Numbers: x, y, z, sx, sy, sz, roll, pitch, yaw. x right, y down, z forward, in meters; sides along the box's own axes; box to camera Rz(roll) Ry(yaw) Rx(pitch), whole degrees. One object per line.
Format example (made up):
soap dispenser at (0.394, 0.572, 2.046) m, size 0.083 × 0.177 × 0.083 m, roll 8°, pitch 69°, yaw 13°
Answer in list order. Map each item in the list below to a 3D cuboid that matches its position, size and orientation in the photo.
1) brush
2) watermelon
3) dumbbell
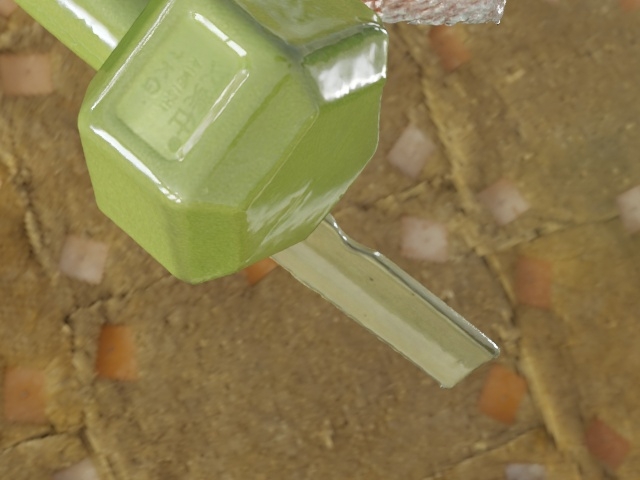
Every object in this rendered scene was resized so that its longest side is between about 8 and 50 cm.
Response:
brush at (0.000, 0.000, 0.949) m, size 0.282 × 0.054 × 0.048 m, roll 38°, pitch -146°, yaw -19°
watermelon at (0.062, -0.168, 0.913) m, size 0.187 × 0.139 × 0.071 m, roll -17°, pitch -63°, yaw -46°
dumbbell at (-0.109, -0.115, 0.557) m, size 0.302 × 0.108 × 0.121 m, roll 43°, pitch -82°, yaw 19°
